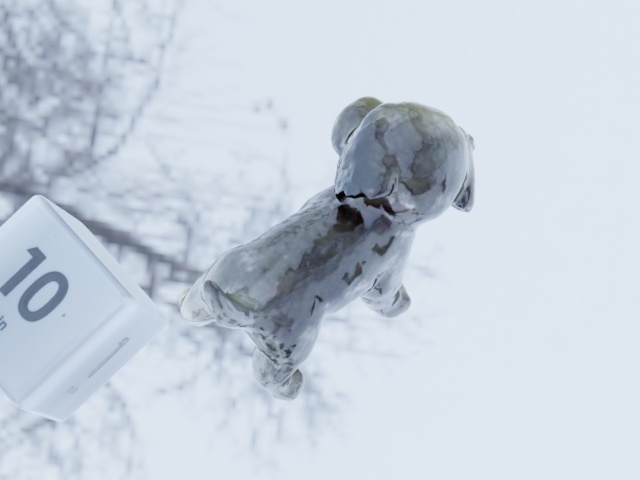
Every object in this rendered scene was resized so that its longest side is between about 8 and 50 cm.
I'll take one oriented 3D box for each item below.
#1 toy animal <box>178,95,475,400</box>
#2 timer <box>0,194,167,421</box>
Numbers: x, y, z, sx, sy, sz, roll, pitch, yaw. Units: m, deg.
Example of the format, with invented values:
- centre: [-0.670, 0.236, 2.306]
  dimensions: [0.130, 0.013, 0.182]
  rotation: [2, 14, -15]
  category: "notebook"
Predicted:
- centre: [0.006, 0.000, 1.378]
  dimensions: [0.121, 0.233, 0.169]
  rotation: [45, -19, 14]
  category: "toy animal"
- centre: [-0.336, 0.087, 2.430]
  dimensions: [0.195, 0.192, 0.194]
  rotation: [-43, 165, 0]
  category: "timer"
